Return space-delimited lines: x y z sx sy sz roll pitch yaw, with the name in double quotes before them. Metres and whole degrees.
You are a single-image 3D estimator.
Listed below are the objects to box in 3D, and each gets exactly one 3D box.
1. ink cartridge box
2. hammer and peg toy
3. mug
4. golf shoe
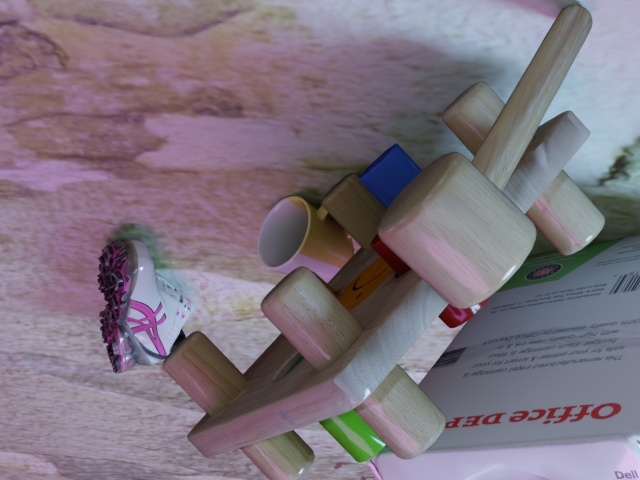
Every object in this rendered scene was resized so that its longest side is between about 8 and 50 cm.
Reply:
"ink cartridge box" 0.187 0.107 0.852 0.198 0.273 0.115 -12 111 38
"hammer and peg toy" 0.065 0.018 0.771 0.127 0.266 0.361 47 150 -6
"mug" -0.002 0.004 0.985 0.064 0.062 0.078 26 155 -37
"golf shoe" -0.161 0.053 1.143 0.085 0.068 0.186 -14 150 -17
